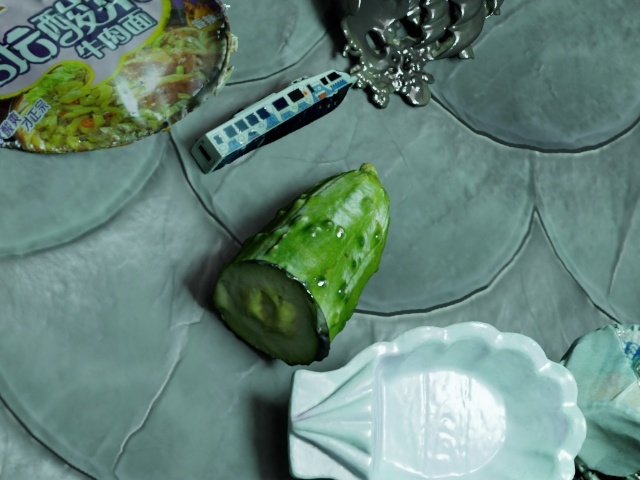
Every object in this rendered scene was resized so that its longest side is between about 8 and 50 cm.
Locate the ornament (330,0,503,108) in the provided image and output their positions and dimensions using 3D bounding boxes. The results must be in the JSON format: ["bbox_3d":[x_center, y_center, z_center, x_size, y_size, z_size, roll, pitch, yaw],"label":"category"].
[{"bbox_3d":[0.107,-0.284,1.940,0.251,0.106,0.260,-20,85,-33],"label":"ornament"}]

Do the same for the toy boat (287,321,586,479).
[{"bbox_3d":[0.106,0.181,1.703,0.290,0.100,0.199,4,78,-13],"label":"toy boat"}]

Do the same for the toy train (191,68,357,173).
[{"bbox_3d":[-0.043,-0.130,1.811,0.207,0.043,0.047,-31,83,-36],"label":"toy train"}]

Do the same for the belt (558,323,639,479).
[{"bbox_3d":[0.333,0.209,1.785,0.257,0.207,0.150,41,52,-10],"label":"belt"}]

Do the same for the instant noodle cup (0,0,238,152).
[{"bbox_3d":[-0.245,-0.278,1.614,0.340,0.340,0.266,16,51,-24],"label":"instant noodle cup"}]

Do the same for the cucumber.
[{"bbox_3d":[0.003,0.002,1.739,0.134,0.134,0.244,42,50,-8],"label":"cucumber"}]
